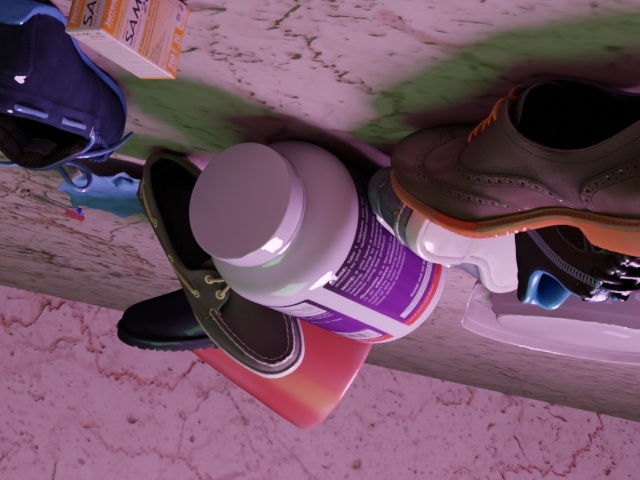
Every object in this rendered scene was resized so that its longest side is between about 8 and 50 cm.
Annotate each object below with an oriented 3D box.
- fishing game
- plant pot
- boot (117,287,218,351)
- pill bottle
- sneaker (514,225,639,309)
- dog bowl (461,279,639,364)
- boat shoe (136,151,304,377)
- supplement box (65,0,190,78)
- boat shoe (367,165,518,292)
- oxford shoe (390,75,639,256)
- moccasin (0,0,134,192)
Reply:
[{"bbox_3d":[-0.260,-0.068,1.605,0.264,0.041,0.189,-5,164,27],"label":"fishing game"},{"bbox_3d":[-0.070,0.107,1.761,0.243,0.275,0.275,27,165,-13],"label":"plant pot"},{"bbox_3d":[-0.147,0.037,1.575,0.246,0.207,0.094,1,-159,0],"label":"boot"},{"bbox_3d":[0.000,0.000,1.335,0.181,0.182,0.323,3,166,33],"label":"pill bottle"},{"bbox_3d":[0.302,-0.007,1.136,0.125,0.140,0.341,14,168,-21],"label":"sneaker"},{"bbox_3d":[0.374,0.094,1.677,0.348,0.102,0.349,9,169,2],"label":"dog bowl"},{"bbox_3d":[-0.122,0.028,1.425,0.109,0.305,0.091,-32,166,-9],"label":"boat shoe"},{"bbox_3d":[-0.145,-0.169,0.920,0.036,0.062,0.098,5,169,30],"label":"supplement box"},{"bbox_3d":[0.162,-0.021,1.328,0.099,0.116,0.319,35,-169,33],"label":"boat shoe"},{"bbox_3d":[0.178,-0.083,1.016,0.363,0.130,0.133,7,138,51],"label":"oxford shoe"},{"bbox_3d":[-0.274,-0.122,1.132,0.137,0.117,0.342,8,169,9],"label":"moccasin"}]
